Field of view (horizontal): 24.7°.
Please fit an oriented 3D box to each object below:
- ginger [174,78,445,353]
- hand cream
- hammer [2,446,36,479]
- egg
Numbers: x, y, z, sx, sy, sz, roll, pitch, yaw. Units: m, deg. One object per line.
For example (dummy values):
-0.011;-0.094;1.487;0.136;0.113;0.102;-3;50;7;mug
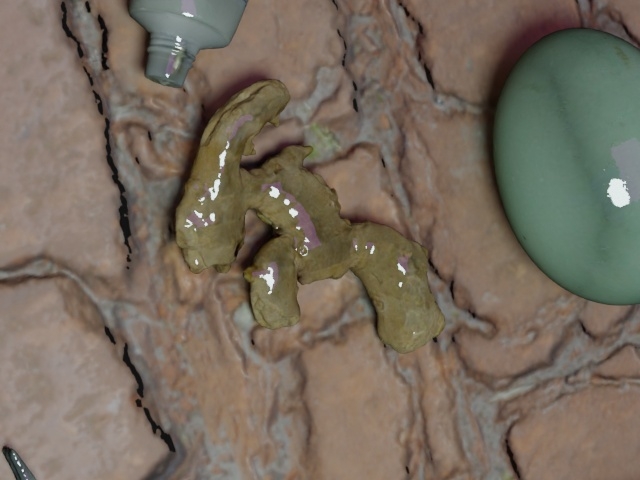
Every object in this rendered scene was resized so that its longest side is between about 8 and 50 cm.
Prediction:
-0.012;0.009;1.132;0.149;0.065;0.258;-44;110;-8;ginger
-0.073;-0.278;1.105;0.124;0.078;0.340;21;80;-34;hand cream
-0.307;0.173;0.998;0.246;0.029;0.103;17;79;-21;hammer
0.226;-0.059;1.184;0.168;0.168;0.230;-19;92;-25;egg
